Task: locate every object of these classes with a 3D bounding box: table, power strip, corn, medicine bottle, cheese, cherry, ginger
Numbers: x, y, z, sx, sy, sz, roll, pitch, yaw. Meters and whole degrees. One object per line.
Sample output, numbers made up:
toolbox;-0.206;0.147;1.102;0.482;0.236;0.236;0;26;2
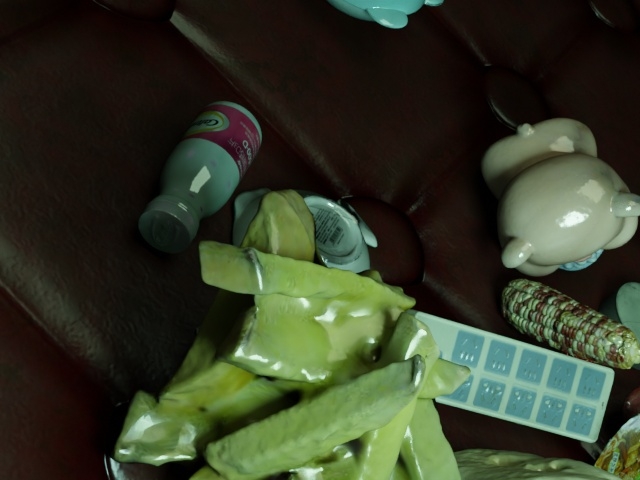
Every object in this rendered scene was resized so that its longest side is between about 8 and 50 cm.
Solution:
table;0.487;0.131;1.844;0.133;0.043;0.133;21;48;-25
power strip;0.231;0.177;1.578;0.367;0.043;0.106;17;86;-27
corn;0.336;0.114;1.634;0.079;0.079;0.237;2;14;-37
medicine bottle;-0.147;-0.078;1.477;0.090;0.090;0.216;36;44;-10
cheese;0.235;0.316;1.374;0.174;0.248;0.251;12;46;-32
cherry;0.501;0.278;1.726;0.225;0.090;0.107;39;25;-33
ginger;-0.008;0.172;1.230;0.358;0.211;0.413;-36;91;-20

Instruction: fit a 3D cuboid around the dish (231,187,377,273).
dish;0.000;0.000;1.542;0.224;0.078;0.246;50;43;7

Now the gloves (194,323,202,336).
gloves;-0.042;0.128;1.397;0.212;0.111;0.127;25;51;-32

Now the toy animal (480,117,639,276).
toy animal;0.344;-0.071;1.771;0.221;0.210;0.229;69;13;12

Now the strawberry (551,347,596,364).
strawberry;0.360;0.172;1.701;0.073;0.073;0.083;-22;88;-45

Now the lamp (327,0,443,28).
lamp;0.055;-0.446;1.869;0.284;0.147;0.209;54;41;-3

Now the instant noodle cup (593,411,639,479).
instant noodle cup;0.488;0.347;1.566;0.182;0.230;0.230;32;44;-27
